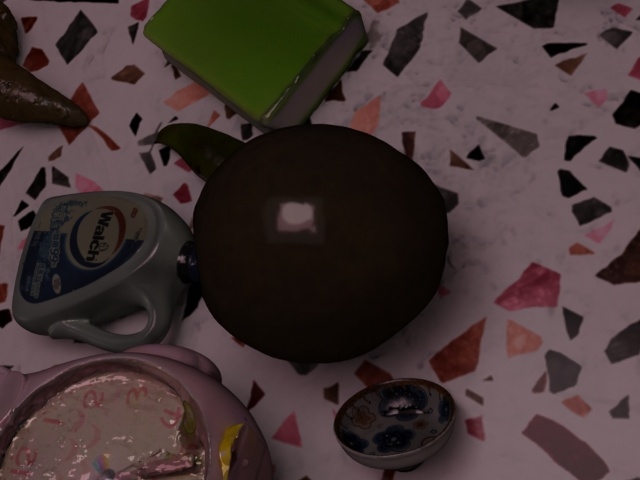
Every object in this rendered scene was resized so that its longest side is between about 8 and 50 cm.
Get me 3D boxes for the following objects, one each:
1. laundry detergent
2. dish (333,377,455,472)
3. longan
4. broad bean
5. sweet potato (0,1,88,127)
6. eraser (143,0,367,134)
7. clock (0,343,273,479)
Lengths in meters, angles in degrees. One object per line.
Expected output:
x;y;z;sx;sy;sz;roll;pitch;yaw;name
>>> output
-0.254;0.042;1.468;0.281;0.105;0.214;6;71;23;laundry detergent
0.091;0.228;1.274;0.141;0.078;0.141;-12;28;6;dish
0.002;0.003;1.277;0.297;0.297;0.297;-8;66;19;longan
-0.098;-0.092;1.483;0.339;0.061;0.077;23;71;27;broad bean
-0.477;-0.255;1.690;0.124;0.098;0.310;-37;63;-4;sweet potato
-0.088;-0.284;1.545;0.274;0.092;0.210;37;85;31;eraser
-0.250;0.292;1.266;0.377;0.250;0.368;7;62;18;clock
